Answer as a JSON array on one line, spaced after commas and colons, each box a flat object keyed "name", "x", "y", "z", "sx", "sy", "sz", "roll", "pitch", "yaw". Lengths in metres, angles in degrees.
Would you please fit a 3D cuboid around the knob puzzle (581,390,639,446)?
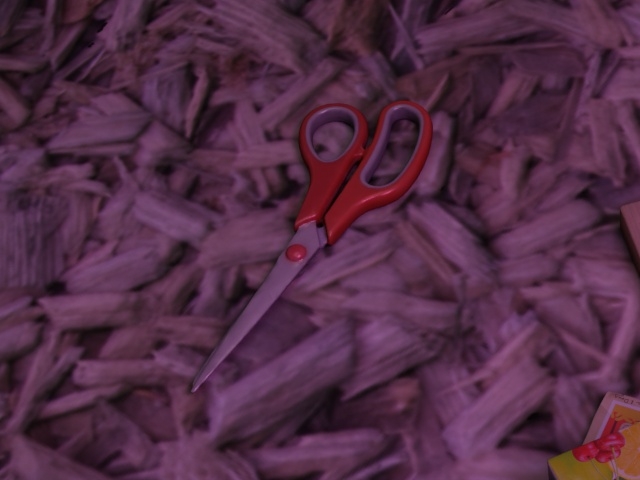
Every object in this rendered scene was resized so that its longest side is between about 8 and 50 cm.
[{"name": "knob puzzle", "x": 0.227, "y": 0.190, "z": 0.937, "sx": 0.213, "sy": 0.030, "sz": 0.213, "roll": -5, "pitch": 52, "yaw": 7}]

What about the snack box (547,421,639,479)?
[{"name": "snack box", "x": 0.211, "y": 0.175, "z": 0.907, "sx": 0.100, "sy": 0.037, "sz": 0.141, "roll": -22, "pitch": 51, "yaw": -5}]

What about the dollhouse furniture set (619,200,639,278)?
[{"name": "dollhouse furniture set", "x": 0.291, "y": -0.033, "z": 1.040, "sx": 0.151, "sy": 0.123, "sz": 0.144, "roll": -13, "pitch": 51, "yaw": 1}]

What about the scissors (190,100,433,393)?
[{"name": "scissors", "x": 0.000, "y": 0.000, "z": 1.138, "sx": 0.109, "sy": 0.021, "sz": 0.297, "roll": 11, "pitch": 53, "yaw": 17}]
